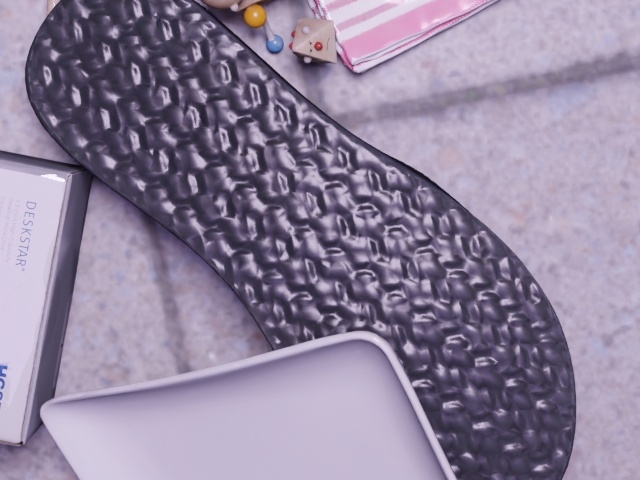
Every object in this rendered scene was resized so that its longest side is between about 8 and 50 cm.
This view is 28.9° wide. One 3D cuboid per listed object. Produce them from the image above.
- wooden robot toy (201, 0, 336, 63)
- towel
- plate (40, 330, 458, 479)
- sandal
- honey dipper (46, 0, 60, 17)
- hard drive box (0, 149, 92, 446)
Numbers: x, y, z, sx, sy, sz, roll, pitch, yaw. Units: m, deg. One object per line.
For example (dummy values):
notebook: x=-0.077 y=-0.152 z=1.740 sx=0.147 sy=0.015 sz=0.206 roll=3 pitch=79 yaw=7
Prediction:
wooden robot toy: x=-0.050 y=-0.181 z=0.794 sx=0.076 sy=0.079 sz=0.173 roll=-21 pitch=97 yaw=41
towel: x=0.037 y=-0.228 z=0.829 sx=0.144 sy=0.029 sz=0.197 roll=-28 pitch=95 yaw=1
plate: x=-0.010 y=0.182 z=0.786 sx=0.277 sy=0.045 sz=0.278 roll=-15 pitch=113 yaw=35
sandal: x=0.001 y=-0.003 z=0.820 sx=0.167 sy=0.107 sz=0.446 roll=-43 pitch=87 yaw=5
honey dipper: x=-0.179 y=-0.157 z=0.835 sx=0.030 sy=0.030 sz=0.161 roll=1 pitch=100 yaw=-1
hard drive box: x=-0.284 y=0.019 z=0.817 sx=0.232 sy=0.089 sz=0.181 roll=12 pitch=95 yaw=-2
